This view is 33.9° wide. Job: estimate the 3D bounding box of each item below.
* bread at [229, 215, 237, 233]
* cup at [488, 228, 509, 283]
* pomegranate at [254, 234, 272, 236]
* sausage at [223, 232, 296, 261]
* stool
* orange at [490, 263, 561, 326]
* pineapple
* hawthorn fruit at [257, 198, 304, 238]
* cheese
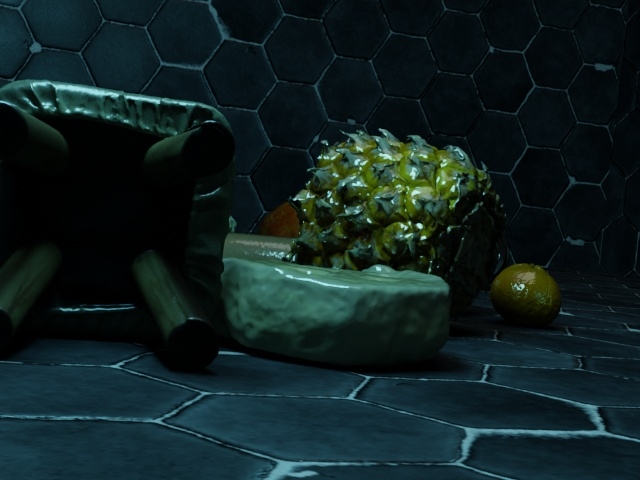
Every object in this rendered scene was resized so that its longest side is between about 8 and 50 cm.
[{"bbox_3d":[-0.331,-0.002,2.059,0.192,0.171,0.314,5,1,31],"label":"bread"},{"bbox_3d":[0.403,0.038,2.892,0.197,0.196,0.279,6,-5,-2],"label":"cup"},{"bbox_3d":[-0.119,0.056,2.067,0.122,0.122,0.161,5,-27,-15],"label":"pomegranate"},{"bbox_3d":[-0.113,0.051,1.932,0.253,0.123,0.123,5,2,13],"label":"sausage"},{"bbox_3d":[-0.249,-0.013,1.192,0.311,0.310,0.226,5,12,-10],"label":"stool"},{"bbox_3d":[0.385,0.102,1.976,0.136,0.117,0.135,-1,0,0],"label":"orange"},{"bbox_3d":[0.131,-0.009,1.764,0.300,0.352,0.352,20,10,36],"label":"pineapple"},{"bbox_3d":[0.000,0.000,2.187,0.253,0.205,0.205,-20,3,-1],"label":"hawthorn fruit"},{"bbox_3d":[0.011,0.087,1.391,0.327,0.115,0.318,9,3,9],"label":"cheese"}]
